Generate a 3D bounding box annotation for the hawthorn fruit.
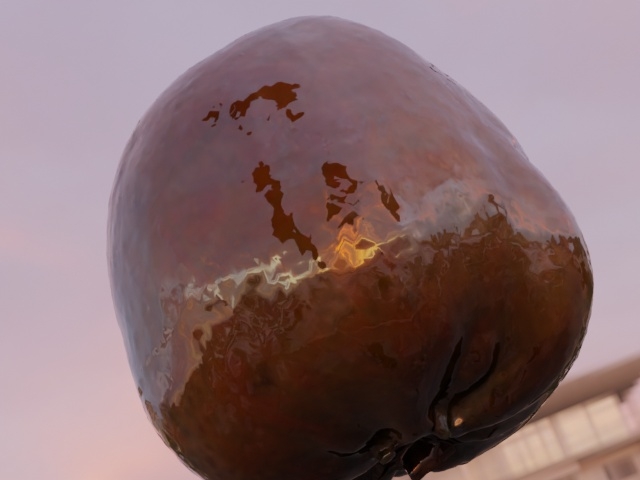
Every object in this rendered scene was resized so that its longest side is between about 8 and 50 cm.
[{"bbox_3d":[0.000,0.000,0.987,0.267,0.301,0.268,-22,-29,-12],"label":"hawthorn fruit"}]
